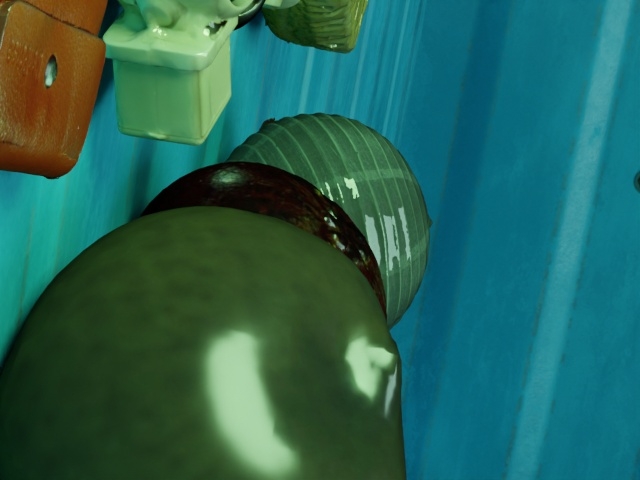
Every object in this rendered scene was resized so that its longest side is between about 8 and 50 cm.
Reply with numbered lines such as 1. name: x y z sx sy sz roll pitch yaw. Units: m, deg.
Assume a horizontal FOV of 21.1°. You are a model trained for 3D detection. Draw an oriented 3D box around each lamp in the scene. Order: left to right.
1. lamp: 0.000 0.000 1.663 0.233 0.233 0.265 -67 159 -58

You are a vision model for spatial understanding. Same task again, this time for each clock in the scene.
1. clock: -0.064 -0.259 1.272 0.379 0.120 0.276 -60 157 -53

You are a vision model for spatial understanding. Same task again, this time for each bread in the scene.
1. bread: -0.008 -0.269 1.665 0.236 0.106 0.140 78 23 -73

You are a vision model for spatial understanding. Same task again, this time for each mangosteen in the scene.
1. mangosteen: -0.079 0.062 1.403 0.261 0.235 0.235 -34 -171 20

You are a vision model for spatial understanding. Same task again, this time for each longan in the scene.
1. longan: -0.083 0.141 1.137 0.288 0.288 0.350 83 12 -68

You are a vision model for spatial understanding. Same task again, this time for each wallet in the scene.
1. wallet: -0.166 -0.107 0.956 0.204 0.045 0.142 -1 103 -82
